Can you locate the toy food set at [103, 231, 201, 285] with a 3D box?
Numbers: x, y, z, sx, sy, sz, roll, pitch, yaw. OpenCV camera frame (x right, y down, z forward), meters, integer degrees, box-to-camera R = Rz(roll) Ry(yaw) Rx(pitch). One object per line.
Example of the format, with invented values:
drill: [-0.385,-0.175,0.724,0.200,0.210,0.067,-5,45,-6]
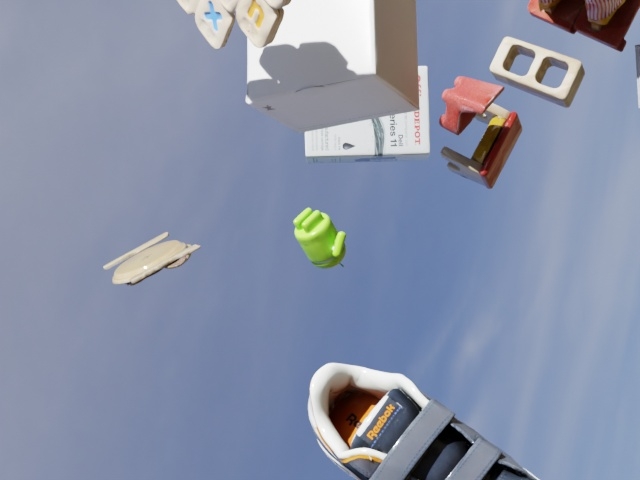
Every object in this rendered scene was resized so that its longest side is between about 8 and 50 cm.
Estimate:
toy food set: [-0.248,0.039,2.287,0.132,0.192,0.038,-29,-75,-15]

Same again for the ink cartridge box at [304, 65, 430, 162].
ink cartridge box: [0.078,-0.208,2.531,0.087,0.208,0.153,80,-172,-86]

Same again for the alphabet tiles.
alphabet tiles: [-0.124,-0.360,1.742,0.021,0.284,0.278,-26,-20,-31]

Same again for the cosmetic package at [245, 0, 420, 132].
cosmetic package: [0.014,-0.348,2.051,0.155,0.197,0.365,25,-118,-60]

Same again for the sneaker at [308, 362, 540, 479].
sneaker: [0.109,0.235,1.597,0.126,0.321,0.127,-52,-33,-19]

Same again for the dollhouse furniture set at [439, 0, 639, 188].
dollhouse furniture set: [0.300,-0.257,2.055,0.374,0.152,0.201,-63,-22,-8]

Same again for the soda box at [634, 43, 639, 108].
soda box: [0.556,-0.250,2.127,0.286,0.098,0.091,-20,-72,-42]

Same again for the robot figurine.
robot figurine: [0.000,0.000,2.585,0.067,0.101,0.115,-45,-57,-22]
